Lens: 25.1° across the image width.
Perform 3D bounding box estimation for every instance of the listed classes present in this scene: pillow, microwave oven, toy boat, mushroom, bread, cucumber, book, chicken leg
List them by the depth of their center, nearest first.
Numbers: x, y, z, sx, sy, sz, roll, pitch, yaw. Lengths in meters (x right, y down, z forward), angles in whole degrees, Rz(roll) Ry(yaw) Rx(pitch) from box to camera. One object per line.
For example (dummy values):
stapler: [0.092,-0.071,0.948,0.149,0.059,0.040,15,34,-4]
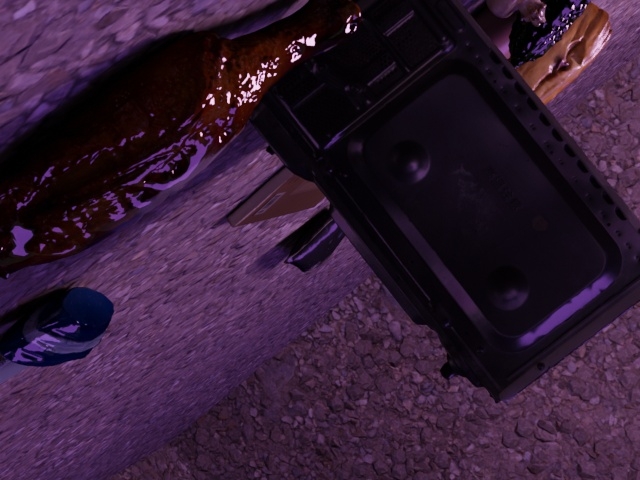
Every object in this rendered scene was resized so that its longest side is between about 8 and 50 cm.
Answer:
chicken leg: [-0.111,-0.100,1.174,0.407,0.096,0.158,-37,178,-19]
microwave oven: [0.146,-0.049,1.512,0.247,0.394,0.333,-39,173,9]
toy boat: [-0.361,0.149,1.639,0.291,0.070,0.210,-33,170,-10]
mushroom: [0.242,-0.291,1.710,0.085,0.079,0.085,-37,172,-6]
cucumber: [0.323,-0.329,1.745,0.300,0.072,0.072,-48,171,10]
bread: [0.267,-0.236,1.945,0.235,0.099,0.210,-43,-171,-6]
book: [0.008,-0.104,2.002,0.217,0.021,0.310,-41,172,19]
pillow: [0.000,0.000,2.477,0.141,0.055,0.208,-44,173,-1]

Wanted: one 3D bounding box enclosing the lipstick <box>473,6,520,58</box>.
lipstick: [0.285,-0.312,1.823,0.254,0.070,0.070,-38,173,8]
